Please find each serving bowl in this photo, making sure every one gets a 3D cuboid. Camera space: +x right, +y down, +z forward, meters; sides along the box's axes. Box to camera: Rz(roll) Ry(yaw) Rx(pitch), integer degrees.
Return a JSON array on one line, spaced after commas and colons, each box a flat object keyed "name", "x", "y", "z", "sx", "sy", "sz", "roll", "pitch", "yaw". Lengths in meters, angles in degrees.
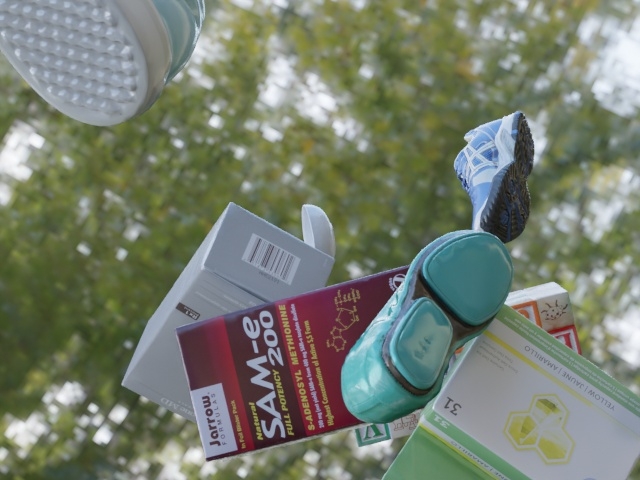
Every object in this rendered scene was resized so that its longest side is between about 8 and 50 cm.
[{"name": "serving bowl", "x": 0.000, "y": 0.000, "z": 1.896, "sx": 0.027, "sy": 0.083, "sz": 0.083, "roll": -8, "pitch": -48, "yaw": -8}]

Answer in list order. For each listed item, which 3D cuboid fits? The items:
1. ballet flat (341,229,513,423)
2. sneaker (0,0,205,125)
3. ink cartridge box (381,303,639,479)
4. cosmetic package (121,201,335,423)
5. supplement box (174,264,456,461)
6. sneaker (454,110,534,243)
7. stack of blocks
[{"name": "ballet flat", "x": 0.077, "y": 0.067, "z": 1.368, "sx": 0.087, "sy": 0.083, "sz": 0.247, "roll": -36, "pitch": 6, "yaw": 34}, {"name": "sneaker", "x": -0.200, "y": -0.254, "z": 1.125, "sx": 0.366, "sy": 0.135, "sz": 0.150, "roll": 62, "pitch": -149, "yaw": -16}, {"name": "ink cartridge box", "x": 0.153, "y": 0.191, "z": 1.412, "sx": 0.235, "sy": 0.171, "sz": 0.056, "roll": -54, "pitch": -3, "yaw": -27}, {"name": "cosmetic package", "x": -0.096, "y": 0.083, "z": 1.732, "sx": 0.238, "sy": 0.127, "sz": 0.107, "roll": -56, "pitch": 10, "yaw": 45}, {"name": "supplement box", "x": 0.000, "y": 0.112, "z": 1.566, "sx": 0.073, "sy": 0.239, "sz": 0.130, "roll": 32, "pitch": -137, "yaw": -79}, {"name": "sneaker", "x": 0.203, "y": -0.067, "z": 2.048, "sx": 0.211, "sy": 0.081, "sz": 0.080, "roll": -72, "pitch": -37, "yaw": -48}, {"name": "stack of blocks", "x": 0.177, "y": 0.174, "z": 2.147, "sx": 0.087, "sy": 0.297, "sz": 0.171, "roll": -121, "pitch": 18, "yaw": -82}]
